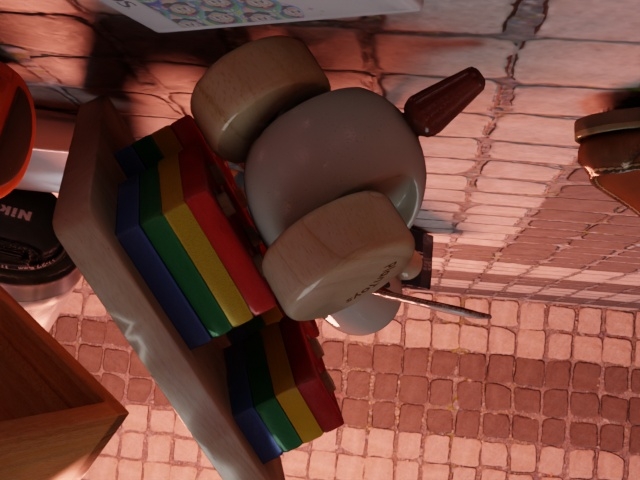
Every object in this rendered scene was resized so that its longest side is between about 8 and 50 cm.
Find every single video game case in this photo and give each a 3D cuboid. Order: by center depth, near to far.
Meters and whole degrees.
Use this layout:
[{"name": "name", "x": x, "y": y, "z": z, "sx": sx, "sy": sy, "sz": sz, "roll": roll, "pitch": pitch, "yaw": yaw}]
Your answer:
[{"name": "video game case", "x": -0.051, "y": -0.127, "z": 0.418, "sx": 0.157, "sy": 0.019, "sz": 0.143, "roll": 2, "pitch": 173, "yaw": 27}]

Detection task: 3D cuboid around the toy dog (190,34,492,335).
[{"name": "toy dog", "x": 0.038, "y": -0.029, "z": 0.634, "sx": 0.161, "sy": 0.220, "sz": 0.334, "roll": -27, "pitch": 180, "yaw": 2}]

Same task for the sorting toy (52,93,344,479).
[{"name": "sorting toy", "x": -0.074, "y": 0.025, "z": 0.673, "sx": 0.089, "sy": 0.257, "sz": 0.255, "roll": -28, "pitch": -155, "yaw": 2}]

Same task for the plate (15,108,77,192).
[{"name": "plate", "x": -0.304, "y": -0.087, "z": 0.888, "sx": 0.278, "sy": 0.045, "sz": 0.278, "roll": 5, "pitch": 174, "yaw": -9}]

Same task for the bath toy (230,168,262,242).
[{"name": "bath toy", "x": -0.170, "y": 0.005, "z": 1.093, "sx": 0.348, "sy": 0.151, "sz": 0.129, "roll": 2, "pitch": 153, "yaw": 48}]

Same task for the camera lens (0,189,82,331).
[{"name": "camera lens", "x": -0.419, "y": 0.061, "z": 1.097, "sx": 0.219, "sy": 0.219, "sz": 0.274, "roll": 10, "pitch": 128, "yaw": -39}]

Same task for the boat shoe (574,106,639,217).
[{"name": "boat shoe", "x": 0.301, "y": -0.023, "z": 0.687, "sx": 0.307, "sy": 0.104, "sz": 0.111, "roll": 10, "pitch": 173, "yaw": -35}]

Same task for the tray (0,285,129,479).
[{"name": "tray", "x": -0.328, "y": 0.008, "z": 0.577, "sx": 0.411, "sy": 0.076, "sz": 0.203, "roll": 39, "pitch": -170, "yaw": 18}]

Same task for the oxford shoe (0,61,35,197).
[{"name": "oxford shoe", "x": -0.318, "y": -0.088, "z": 0.542, "sx": 0.133, "sy": 0.129, "sz": 0.364, "roll": 10, "pitch": 175, "yaw": 15}]

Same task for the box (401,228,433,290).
[{"name": "box", "x": -0.072, "y": 0.009, "z": 1.344, "sx": 0.395, "sy": 0.097, "sz": 0.318, "roll": 2, "pitch": 176, "yaw": 23}]
